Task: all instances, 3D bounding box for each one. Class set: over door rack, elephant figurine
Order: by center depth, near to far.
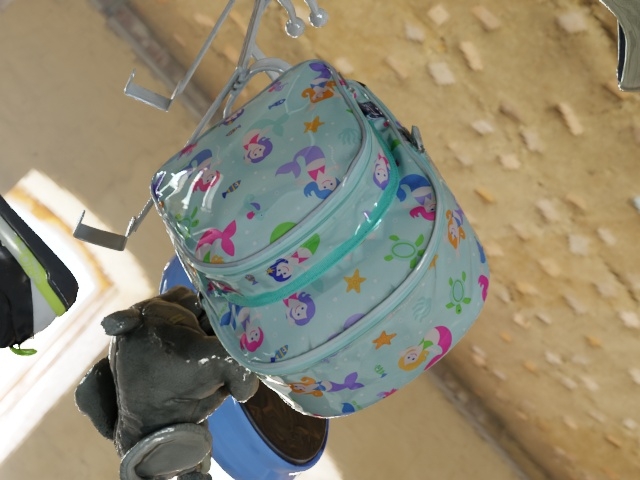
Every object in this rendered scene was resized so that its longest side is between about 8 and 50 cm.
[{"bbox_3d":[-0.159,0.178,1.086,0.186,0.239,0.169,26,16,-7],"label":"elephant figurine"},{"bbox_3d":[-0.099,-0.143,1.090,0.108,0.239,0.324,33,-46,-25],"label":"over door rack"}]

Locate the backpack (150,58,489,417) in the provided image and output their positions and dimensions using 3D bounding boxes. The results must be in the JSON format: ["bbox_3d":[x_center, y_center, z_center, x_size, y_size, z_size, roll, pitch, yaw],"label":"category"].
[{"bbox_3d":[0.000,0.000,0.855,0.191,0.225,0.253,48,9,-48],"label":"backpack"}]

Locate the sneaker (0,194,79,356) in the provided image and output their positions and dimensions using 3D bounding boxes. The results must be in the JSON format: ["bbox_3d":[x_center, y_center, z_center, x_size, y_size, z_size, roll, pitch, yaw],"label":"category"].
[{"bbox_3d":[-0.286,-0.005,0.833,0.234,0.097,0.084,50,-16,-17],"label":"sneaker"}]

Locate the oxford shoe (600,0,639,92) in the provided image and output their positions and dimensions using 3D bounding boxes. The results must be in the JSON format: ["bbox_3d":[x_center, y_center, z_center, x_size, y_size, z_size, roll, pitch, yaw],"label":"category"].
[{"bbox_3d":[0.232,-0.279,0.847,0.146,0.140,0.397,-18,-62,23],"label":"oxford shoe"}]

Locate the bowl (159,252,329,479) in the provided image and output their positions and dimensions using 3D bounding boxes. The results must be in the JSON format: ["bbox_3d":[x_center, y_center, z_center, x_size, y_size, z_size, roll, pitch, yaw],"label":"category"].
[{"bbox_3d":[-0.101,0.179,1.647,0.077,0.391,0.391,-22,-54,19],"label":"bowl"}]
